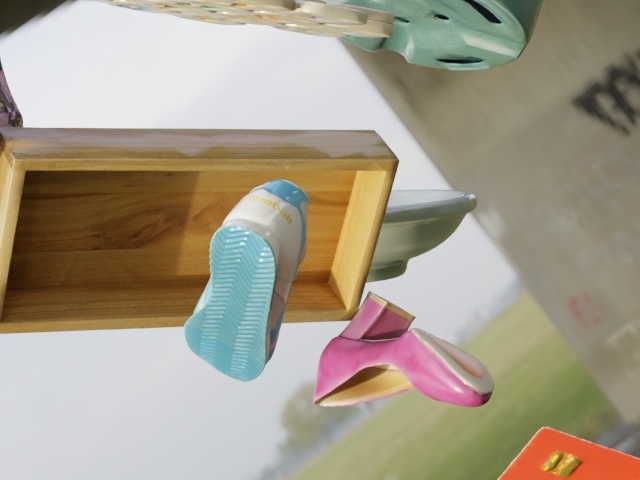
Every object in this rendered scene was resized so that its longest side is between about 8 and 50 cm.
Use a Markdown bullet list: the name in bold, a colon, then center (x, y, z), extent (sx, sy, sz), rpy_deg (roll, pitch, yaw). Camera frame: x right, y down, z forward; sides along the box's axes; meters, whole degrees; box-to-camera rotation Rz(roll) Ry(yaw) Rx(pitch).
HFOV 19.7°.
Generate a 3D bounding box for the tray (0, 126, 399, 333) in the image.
- **tray**: center (-0.137, -0.013, 1.887), extent (0.411, 0.076, 0.203), rpy_deg (0, -57, -25)

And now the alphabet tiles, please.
- **alphabet tiles**: center (-0.096, -0.180, 1.344), extent (0.284, 0.021, 0.278), rpy_deg (7, 3, -25)

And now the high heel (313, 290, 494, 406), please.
- **high heel**: center (0.064, 0.127, 1.588), extent (0.117, 0.082, 0.244), rpy_deg (-60, 31, 2)

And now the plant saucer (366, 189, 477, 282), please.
- **plant saucer**: center (0.000, 0.000, 2.326), extent (0.400, 0.100, 0.400), rpy_deg (-4, 4, 0)

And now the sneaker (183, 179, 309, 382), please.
- **sneaker**: center (-0.059, 0.042, 1.644), extent (0.092, 0.087, 0.228), rpy_deg (-53, -10, -39)

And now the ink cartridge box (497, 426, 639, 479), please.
- **ink cartridge box**: center (0.338, 0.372, 1.951), extent (0.091, 0.385, 0.308), rpy_deg (-80, 16, -45)

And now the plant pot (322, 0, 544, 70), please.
- **plant pot**: center (0.128, -0.371, 1.854), extent (0.341, 0.341, 0.334), rpy_deg (123, 163, -75)

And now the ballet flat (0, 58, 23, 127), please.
- **ballet flat**: center (-0.408, -0.200, 2.126), extent (0.077, 0.221, 0.079), rpy_deg (-29, -22, 7)
